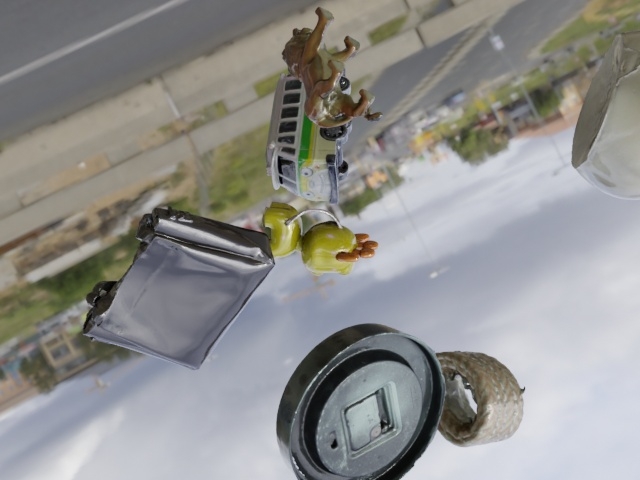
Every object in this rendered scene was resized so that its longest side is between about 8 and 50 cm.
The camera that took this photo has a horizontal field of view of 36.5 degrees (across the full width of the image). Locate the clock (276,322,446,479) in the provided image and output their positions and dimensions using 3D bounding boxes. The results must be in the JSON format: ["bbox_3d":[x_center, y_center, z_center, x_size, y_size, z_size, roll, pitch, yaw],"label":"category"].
[{"bbox_3d":[0.085,0.351,1.987,0.386,0.386,0.076,-29,-149,-22],"label":"clock"}]

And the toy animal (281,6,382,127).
[{"bbox_3d":[0.004,-0.303,1.788,0.097,0.312,0.157,15,136,-34],"label":"toy animal"}]

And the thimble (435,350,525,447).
[{"bbox_3d":[0.353,0.367,2.260,0.148,0.196,0.229,5,-157,-39],"label":"thimble"}]

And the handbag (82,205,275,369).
[{"bbox_3d":[-0.242,0.077,1.643,0.257,0.113,0.285,19,118,-39],"label":"handbag"}]

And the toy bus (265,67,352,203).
[{"bbox_3d":[-0.025,-0.236,2.138,0.179,0.305,0.143,2,142,4],"label":"toy bus"}]

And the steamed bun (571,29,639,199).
[{"bbox_3d":[0.607,-0.229,1.802,0.206,0.324,0.324,16,-171,4],"label":"steamed bun"}]

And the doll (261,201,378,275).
[{"bbox_3d":[0.000,0.000,1.839,0.220,0.135,0.143,10,-162,11],"label":"doll"}]
